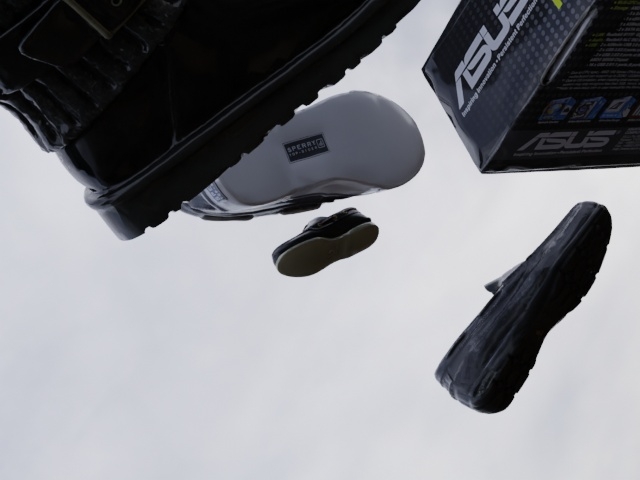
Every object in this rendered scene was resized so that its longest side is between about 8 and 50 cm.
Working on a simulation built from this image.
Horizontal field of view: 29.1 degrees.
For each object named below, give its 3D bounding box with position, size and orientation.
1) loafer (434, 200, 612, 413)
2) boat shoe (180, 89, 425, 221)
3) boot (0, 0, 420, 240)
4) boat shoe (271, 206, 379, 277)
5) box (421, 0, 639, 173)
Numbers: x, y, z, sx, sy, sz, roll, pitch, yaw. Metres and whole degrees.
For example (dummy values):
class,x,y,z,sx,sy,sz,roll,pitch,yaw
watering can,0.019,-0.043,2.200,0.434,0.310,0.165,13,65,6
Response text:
class,x,y,z,sx,sy,sz,roll,pitch,yaw
loafer,0.184,0.052,1.125,0.223,0.078,0.076,-54,-40,-6
boat shoe,-0.021,-0.075,1.240,0.301,0.108,0.102,-19,-2,-43
boot,-0.092,-0.195,0.789,0.348,0.131,0.260,-42,-68,-7
boat shoe,0.000,0.001,1.279,0.133,0.042,0.049,-22,-39,-36
box,0.202,-0.122,0.481,0.270,0.060,0.216,-5,-37,-30
